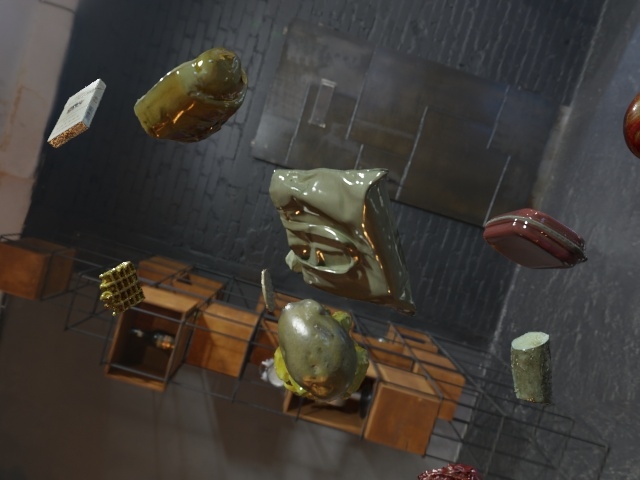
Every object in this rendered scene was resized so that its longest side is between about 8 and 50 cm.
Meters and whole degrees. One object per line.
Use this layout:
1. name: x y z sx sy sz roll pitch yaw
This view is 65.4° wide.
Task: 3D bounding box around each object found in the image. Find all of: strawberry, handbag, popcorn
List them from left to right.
1. popcorn: 0.007 0.316 1.378 0.225 0.276 0.276 75 -152 -66
2. handbag: 0.048 -0.002 0.959 0.109 0.253 0.316 -50 -46 -38
3. strawberry: 0.435 0.795 1.543 0.178 0.234 0.234 -43 14 21

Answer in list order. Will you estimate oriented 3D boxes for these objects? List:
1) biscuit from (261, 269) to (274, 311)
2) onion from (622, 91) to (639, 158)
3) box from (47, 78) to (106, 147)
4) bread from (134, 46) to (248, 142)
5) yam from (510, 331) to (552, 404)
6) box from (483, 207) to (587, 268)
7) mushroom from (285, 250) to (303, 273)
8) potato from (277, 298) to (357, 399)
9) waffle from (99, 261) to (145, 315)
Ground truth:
1. biscuit: -0.179 0.171 1.692 0.152 0.020 0.152 -11 -90 -87
2. onion: 0.411 -0.137 0.573 0.118 0.118 0.117 111 175 -65
3. box: -0.491 -0.260 1.013 0.024 0.090 0.167 51 -158 -41
4. bread: -0.371 -0.455 1.595 0.341 0.210 0.300 -29 10 26
5. yam: 0.547 0.336 1.288 0.107 0.107 0.183 168 96 -88
6. box: 0.706 -0.001 1.680 0.108 0.263 0.404 -57 0 -4
7. mushroom: 0.000 0.000 1.284 0.312 0.099 0.081 129 138 -53
8. potato: -0.012 0.243 1.130 0.178 0.235 0.160 -36 -15 25
9. waffle: -0.729 0.175 1.808 0.211 0.055 0.161 -51 -55 -76
